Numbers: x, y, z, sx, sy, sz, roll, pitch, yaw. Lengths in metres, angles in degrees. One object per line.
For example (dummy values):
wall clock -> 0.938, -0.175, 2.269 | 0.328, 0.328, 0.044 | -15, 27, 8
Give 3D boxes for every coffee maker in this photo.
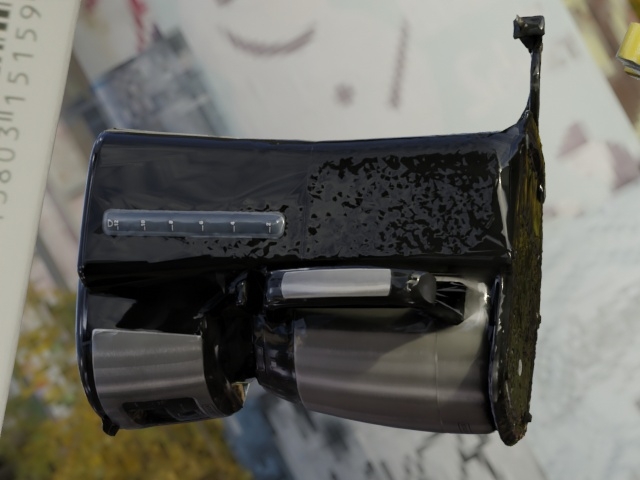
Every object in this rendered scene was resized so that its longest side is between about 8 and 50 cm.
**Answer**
coffee maker -> 0.000, 0.000, 0.825 | 0.178, 0.120, 0.171 | 2, 50, 12

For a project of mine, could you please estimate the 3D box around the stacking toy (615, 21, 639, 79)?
stacking toy -> 0.107, -0.172, 0.876 | 0.167, 0.221, 0.052 | -67, -20, 1

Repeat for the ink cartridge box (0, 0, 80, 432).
ink cartridge box -> -0.200, 0.034, 0.501 | 0.239, 0.275, 0.060 | 7, 15, -24
